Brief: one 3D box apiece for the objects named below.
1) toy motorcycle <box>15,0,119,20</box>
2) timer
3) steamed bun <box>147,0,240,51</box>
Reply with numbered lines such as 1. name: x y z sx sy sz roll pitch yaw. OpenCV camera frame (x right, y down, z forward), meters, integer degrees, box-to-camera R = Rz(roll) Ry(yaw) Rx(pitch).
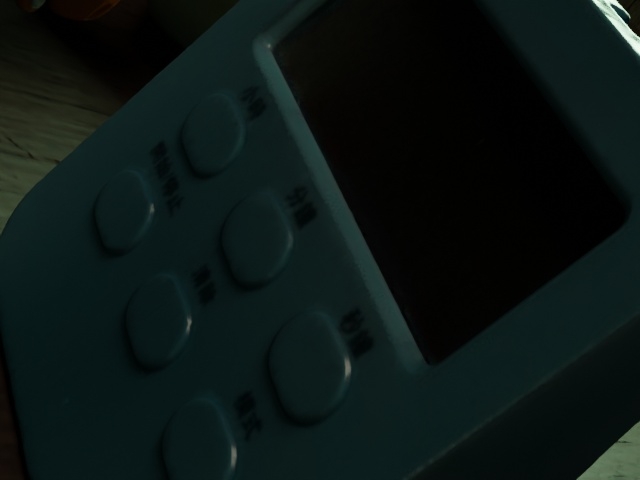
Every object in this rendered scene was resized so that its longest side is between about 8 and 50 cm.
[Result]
1. toy motorcycle: -0.166 -0.232 0.684 0.325 0.148 0.221 31 26 13
2. timer: 0.000 0.000 0.432 0.091 0.250 0.232 24 28 -38
3. steamed bun: 0.018 -0.152 0.843 0.225 0.170 0.200 44 18 2
